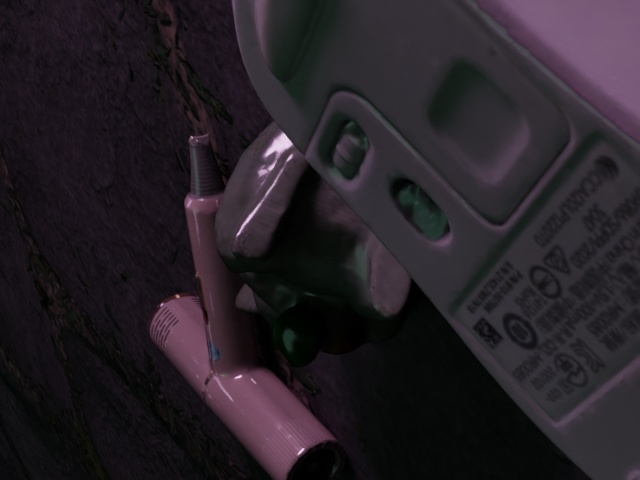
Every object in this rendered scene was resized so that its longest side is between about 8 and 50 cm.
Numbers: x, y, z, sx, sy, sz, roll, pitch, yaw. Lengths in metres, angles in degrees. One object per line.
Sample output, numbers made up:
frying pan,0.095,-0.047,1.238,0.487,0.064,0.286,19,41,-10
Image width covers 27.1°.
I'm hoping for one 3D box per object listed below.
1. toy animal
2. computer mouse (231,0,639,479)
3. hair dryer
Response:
toy animal,0.009,0.003,0.703,0.108,0.138,0.236,21,173,4
computer mouse,0.094,-0.034,0.449,0.297,0.121,0.184,44,149,14
hair dryer,-0.051,0.041,0.907,0.195,0.054,0.220,42,140,40
